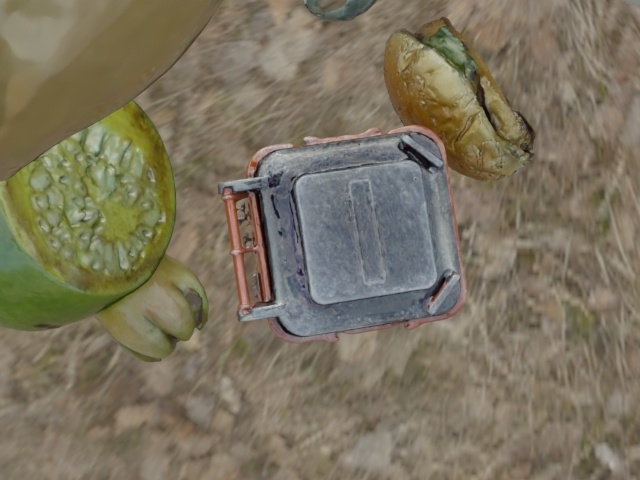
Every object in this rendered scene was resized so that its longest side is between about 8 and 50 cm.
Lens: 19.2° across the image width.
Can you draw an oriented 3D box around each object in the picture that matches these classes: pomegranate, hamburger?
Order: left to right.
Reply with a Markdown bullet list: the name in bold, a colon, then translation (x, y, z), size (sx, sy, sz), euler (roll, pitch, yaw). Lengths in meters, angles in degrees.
- **pomegranate**: translation (-0.197, -0.016, 1.403), size (0.159, 0.241, 0.190), euler (-24, 61, 42)
- **hamburger**: translation (0.101, -0.129, 1.596), size (0.087, 0.102, 0.176), euler (-37, 63, 4)

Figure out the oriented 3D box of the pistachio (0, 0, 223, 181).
- **pistachio**: translation (-0.090, -0.167, 0.724), size (0.162, 0.181, 0.293), euler (46, 113, 27)

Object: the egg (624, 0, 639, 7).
- **egg**: translation (0.304, -0.321, 1.449), size (0.354, 0.354, 0.340), euler (8, 59, 6)

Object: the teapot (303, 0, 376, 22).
- **teapot**: translation (0.006, -0.312, 1.522), size (0.129, 0.193, 0.294), euler (-28, 62, 48)

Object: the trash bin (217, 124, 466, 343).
- **trash bin**: translation (0.000, 0.000, 1.553), size (0.184, 0.239, 0.161), euler (-9, 89, -12)
